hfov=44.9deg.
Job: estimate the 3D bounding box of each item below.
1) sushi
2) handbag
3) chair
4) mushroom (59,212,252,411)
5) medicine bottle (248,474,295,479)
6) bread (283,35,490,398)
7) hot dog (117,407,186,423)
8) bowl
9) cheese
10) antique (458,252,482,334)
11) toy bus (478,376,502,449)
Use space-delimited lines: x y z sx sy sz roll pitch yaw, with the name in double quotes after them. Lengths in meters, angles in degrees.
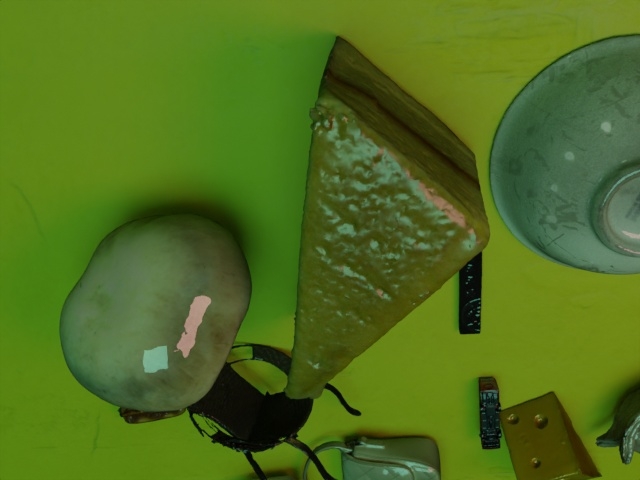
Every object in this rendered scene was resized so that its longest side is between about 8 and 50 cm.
0.509 0.224 1.071 0.273 0.134 0.109 -13 105 28 "sushi"
0.082 0.417 1.231 0.219 0.079 0.256 0 118 10 "handbag"
-0.074 0.244 1.096 0.149 0.174 0.213 -24 120 37 "chair"
-0.193 0.098 1.003 0.260 0.253 0.234 -23 152 21 "mushroom"
-0.050 0.550 1.256 0.124 0.179 0.324 -12 119 11 "medicine bottle"
0.000 0.000 0.911 0.245 0.233 0.361 35 117 -14 "bread"
-0.258 0.255 1.194 0.122 0.037 0.049 -12 129 18 "hot dog"
0.362 -0.064 0.892 0.314 0.146 0.313 2 119 3 "bowl"
0.354 0.331 1.163 0.093 0.126 0.171 -27 134 20 "cheese"
0.201 0.045 1.042 0.031 0.015 0.192 -2 119 6 "antique"
0.248 0.255 1.141 0.031 0.043 0.110 -5 117 4 "toy bus"
